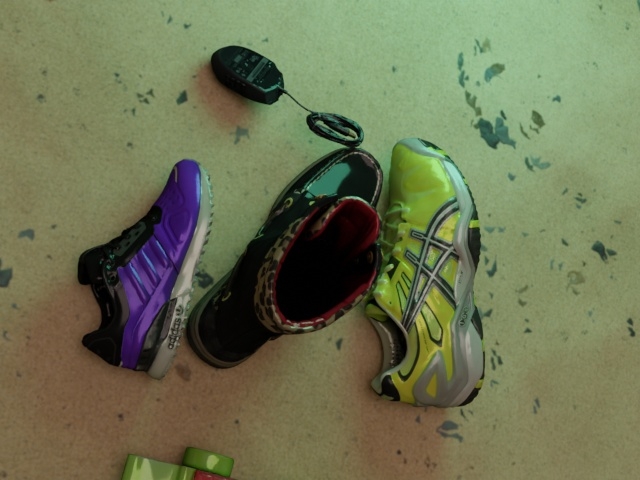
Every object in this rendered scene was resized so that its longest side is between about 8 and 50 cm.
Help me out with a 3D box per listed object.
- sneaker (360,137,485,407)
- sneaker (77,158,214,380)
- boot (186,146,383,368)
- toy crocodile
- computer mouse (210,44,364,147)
[{"bbox_3d":[0.133,0.042,1.540,0.147,0.145,0.385,-2,79,-22],"label":"sneaker"},{"bbox_3d":[-0.232,0.021,1.421,0.146,0.102,0.293,16,74,-17],"label":"sneaker"},{"bbox_3d":[0.000,0.000,1.417,0.138,0.284,0.377,47,67,-8],"label":"boot"},{"bbox_3d":[-0.092,0.347,1.412,0.340,0.105,0.115,23,72,-16],"label":"toy crocodile"},{"bbox_3d":[-0.049,-0.194,1.547,0.242,0.041,0.071,33,46,2],"label":"computer mouse"}]
